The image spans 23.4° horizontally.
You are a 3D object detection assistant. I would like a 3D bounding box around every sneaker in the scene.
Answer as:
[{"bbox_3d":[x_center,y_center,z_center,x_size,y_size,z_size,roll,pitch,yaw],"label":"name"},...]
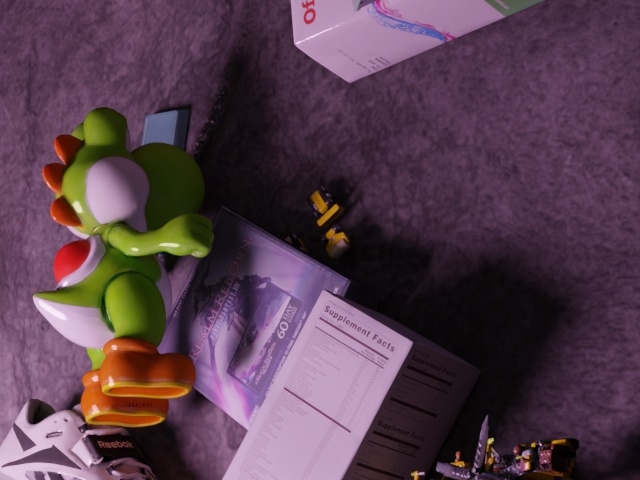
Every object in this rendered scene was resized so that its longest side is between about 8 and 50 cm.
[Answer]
[{"bbox_3d":[-0.255,0.258,1.763,0.330,0.122,0.146,12,82,39],"label":"sneaker"}]

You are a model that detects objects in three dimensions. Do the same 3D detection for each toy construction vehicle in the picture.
[{"bbox_3d":[0.000,0.000,1.730,0.086,0.035,0.098,-46,44,13],"label":"toy construction vehicle"}]

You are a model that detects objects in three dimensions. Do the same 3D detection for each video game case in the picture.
[{"bbox_3d":[-0.077,0.090,1.717,0.274,0.026,0.196,29,94,51],"label":"video game case"}]

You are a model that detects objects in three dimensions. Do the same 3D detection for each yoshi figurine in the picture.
[{"bbox_3d":[-0.195,0.020,1.762,0.203,0.203,0.362,-15,67,14],"label":"yoshi figurine"}]

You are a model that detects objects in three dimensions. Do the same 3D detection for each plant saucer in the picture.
[{"bbox_3d":[-0.204,-0.072,1.919,0.067,0.018,0.192,-6,71,36],"label":"plant saucer"}]

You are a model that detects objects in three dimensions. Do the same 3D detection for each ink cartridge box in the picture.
[{"bbox_3d":[0.103,-0.325,1.718,0.278,0.117,0.201,-20,62,31],"label":"ink cartridge box"}]

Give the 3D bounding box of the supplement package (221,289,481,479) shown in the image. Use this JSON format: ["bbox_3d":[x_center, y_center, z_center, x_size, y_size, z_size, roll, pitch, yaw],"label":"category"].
[{"bbox_3d":[0.028,0.196,1.565,0.139,0.134,0.244,30,92,40],"label":"supplement package"}]

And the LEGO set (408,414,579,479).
[{"bbox_3d":[0.113,0.321,1.368,0.255,0.192,0.331,-7,70,67],"label":"LEGO set"}]
